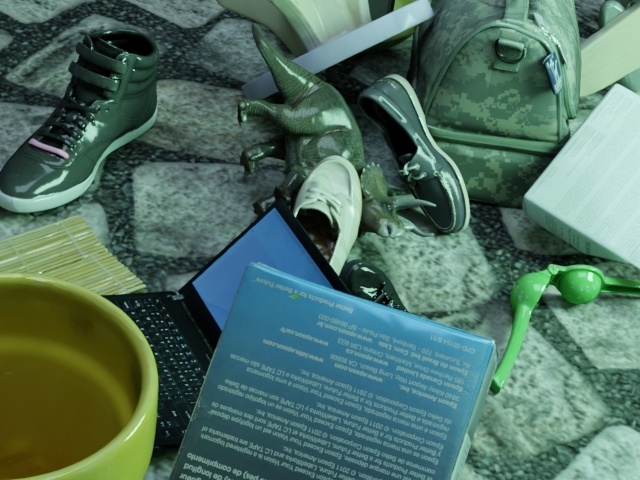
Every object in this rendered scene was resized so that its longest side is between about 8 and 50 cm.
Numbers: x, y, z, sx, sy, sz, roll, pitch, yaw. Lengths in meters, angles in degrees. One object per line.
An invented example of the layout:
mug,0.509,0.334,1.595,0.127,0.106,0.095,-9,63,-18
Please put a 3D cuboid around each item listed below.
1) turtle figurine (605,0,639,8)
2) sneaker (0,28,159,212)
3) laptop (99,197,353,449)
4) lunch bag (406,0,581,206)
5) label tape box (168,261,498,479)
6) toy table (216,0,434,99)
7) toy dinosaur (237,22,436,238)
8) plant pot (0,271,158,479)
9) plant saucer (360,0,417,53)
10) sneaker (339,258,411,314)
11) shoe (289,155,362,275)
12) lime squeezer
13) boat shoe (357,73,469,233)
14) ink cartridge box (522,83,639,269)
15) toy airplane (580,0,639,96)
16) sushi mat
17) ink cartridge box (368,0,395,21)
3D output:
turtle figurine,0.572,-0.357,2.264,0.266,0.275,0.198,-23,67,-7
sneaker,-0.290,-0.155,1.807,0.104,0.147,0.296,24,42,17
laptop,-0.122,0.079,1.542,0.264,0.137,0.234,-2,37,-31
lunch bag,0.220,-0.224,1.900,0.212,0.256,0.305,9,38,1
label tape box,-0.004,0.217,1.381,0.240,0.106,0.334,18,80,10
toy table,-0.008,-0.295,1.912,0.274,0.161,0.252,-23,6,19
toy dinosaur,-0.008,-0.108,1.789,0.160,0.121,0.314,-16,69,-24
plant pot,-0.269,0.195,1.288,0.254,0.239,0.254,6,38,-4
plant saucer,0.033,-0.330,2.181,0.241,0.037,0.241,6,37,-4
sneaker,0.088,0.094,1.572,0.051,0.170,0.089,-40,28,-14
shoe,0.000,0.000,1.658,0.076,0.058,0.219,16,67,-2
lime squeezer,0.284,0.069,1.701,0.310,0.059,0.110,-19,45,-32
boat shoe,0.105,-0.094,1.800,0.065,0.075,0.206,-26,90,-44
ink cartridge box,0.381,-0.051,1.772,0.232,0.066,0.189,36,78,21
toy airplane,0.548,-0.331,2.026,0.386,0.384,0.272,14,9,0
sushi mat,-0.360,0.058,1.624,0.316,0.019,0.151,-20,47,-30
ink cartridge box,0.005,-0.382,2.136,0.158,0.092,0.218,-1,37,-12
